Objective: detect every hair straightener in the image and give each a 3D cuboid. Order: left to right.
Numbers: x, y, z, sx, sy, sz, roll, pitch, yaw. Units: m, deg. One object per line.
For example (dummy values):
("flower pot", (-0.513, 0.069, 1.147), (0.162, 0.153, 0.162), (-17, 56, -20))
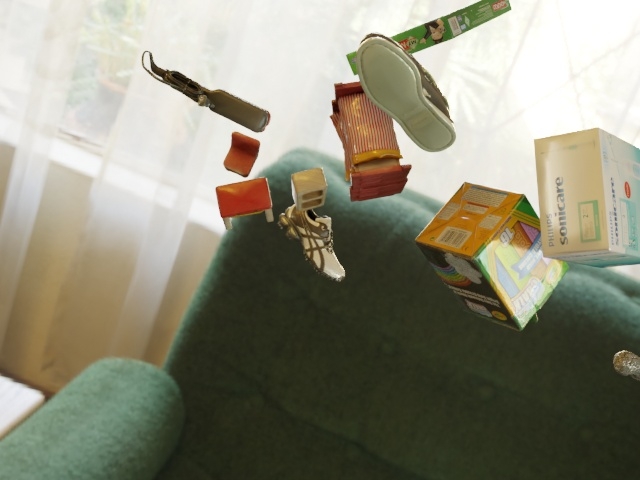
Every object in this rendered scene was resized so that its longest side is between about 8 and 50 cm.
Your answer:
("hair straightener", (-0.186, -0.241, 1.497), (0.230, 0.047, 0.089), (31, 8, -4))

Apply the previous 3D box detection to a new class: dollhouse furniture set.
("dollhouse furniture set", (-0.027, -0.170, 1.806), (0.374, 0.201, 0.152), (-11, -16, -5))

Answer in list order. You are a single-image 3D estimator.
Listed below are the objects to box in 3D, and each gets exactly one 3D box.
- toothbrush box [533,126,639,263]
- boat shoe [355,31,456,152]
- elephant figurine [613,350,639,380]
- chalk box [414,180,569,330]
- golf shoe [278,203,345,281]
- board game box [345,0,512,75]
("toothbrush box", (0.508, -0.069, 1.700), (0.126, 0.216, 0.296), (-8, -11, 37))
("boat shoe", (0.118, -0.217, 1.325), (0.228, 0.081, 0.068), (46, 31, -40))
("elephant figurine", (0.635, 0.218, 1.601), (0.169, 0.186, 0.239), (6, -37, 42))
("chalk box", (0.362, 0.050, 1.890), (0.180, 0.179, 0.289), (19, -26, 53))
("golf shoe", (0.000, 0.000, 2.026), (0.198, 0.094, 0.077), (50, 15, -4))
("board game box", (0.214, -0.399, 1.784), (0.214, 0.046, 0.317), (-16, 12, 36))
